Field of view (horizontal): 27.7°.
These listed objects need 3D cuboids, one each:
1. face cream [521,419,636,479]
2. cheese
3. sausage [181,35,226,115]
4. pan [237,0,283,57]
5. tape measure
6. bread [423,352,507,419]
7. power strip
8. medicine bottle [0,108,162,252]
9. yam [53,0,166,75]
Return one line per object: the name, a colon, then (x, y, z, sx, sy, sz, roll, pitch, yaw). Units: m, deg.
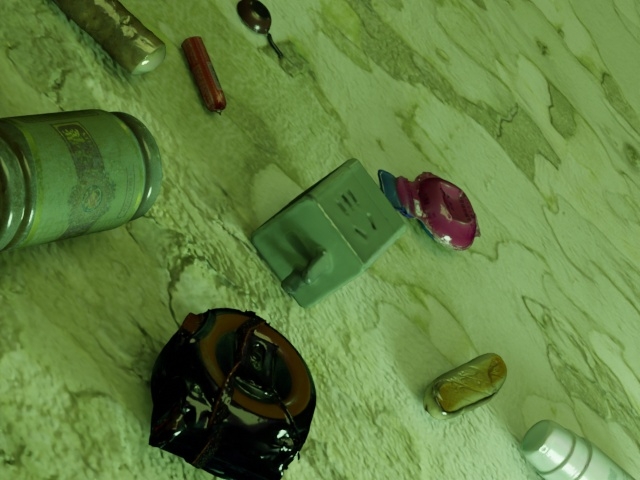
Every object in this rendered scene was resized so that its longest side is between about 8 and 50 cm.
face cream: (0.455, 0.405, 2.102, 0.345, 0.102, 0.102, 40, 37, -21)
cheese: (0.185, -0.056, 2.192, 0.244, 0.062, 0.155, 18, 49, -40)
sausage: (-0.171, -0.244, 1.945, 0.034, 0.034, 0.129, -2, 64, -51)
pan: (-0.091, -0.354, 2.140, 0.115, 0.023, 0.068, 53, 34, -3)
tape measure: (-0.105, 0.186, 1.583, 0.202, 0.135, 0.223, 26, 38, -23)
bread: (0.222, 0.230, 2.008, 0.214, 0.053, 0.073, -19, 74, -52)
power strip: (0.000, 0.000, 1.857, 0.140, 0.139, 0.224, 54, 35, -3)
medicine bottle: (-0.338, -0.069, 1.498, 0.322, 0.151, 0.151, -15, 74, -54)
yam: (-0.355, -0.365, 1.789, 0.356, 0.081, 0.081, 44, 36, -13)
